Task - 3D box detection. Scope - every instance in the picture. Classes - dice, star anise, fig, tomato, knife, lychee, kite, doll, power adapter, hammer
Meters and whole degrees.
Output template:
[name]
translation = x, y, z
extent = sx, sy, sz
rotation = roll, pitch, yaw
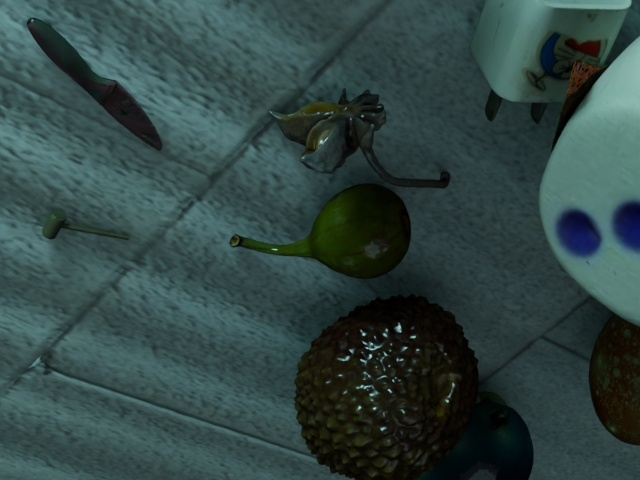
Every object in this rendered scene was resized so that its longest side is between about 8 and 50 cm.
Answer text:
[dice]
translation = 0.456, -0.084, 1.446
extent = 0.304, 0.277, 0.304
rotation = -35, 154, -34
[star anise]
translation = 0.059, -0.092, 1.509
extent = 0.148, 0.218, 0.227
rotation = 5, 136, 40
[fig]
translation = 0.000, 0.000, 1.592
extent = 0.236, 0.124, 0.124
rotation = -11, 140, 13
[tomato]
translation = 0.538, 0.187, 1.885
extent = 0.270, 0.223, 0.270
rotation = -9, 157, -4
[knife]
translation = -0.244, -0.172, 1.385
extent = 0.035, 0.018, 0.247
rotation = -33, 139, 11
[lychee]
translation = 0.082, 0.207, 1.732
extent = 0.267, 0.267, 0.267
rotation = -10, 137, -9
[kite]
translation = 0.294, -0.150, 1.404
extent = 0.222, 0.008, 0.125
rotation = -8, 133, -57
[doll]
translation = 0.226, 0.366, 1.994
extent = 0.198, 0.186, 0.322
rotation = 1, 138, -20
[power adapter]
translation = 0.249, -0.218, 1.423
extent = 0.130, 0.125, 0.205
rotation = -4, 136, -19
[hammer]
translation = -0.288, -0.013, 1.538
extent = 0.110, 0.019, 0.035
rotation = 11, 131, -35
